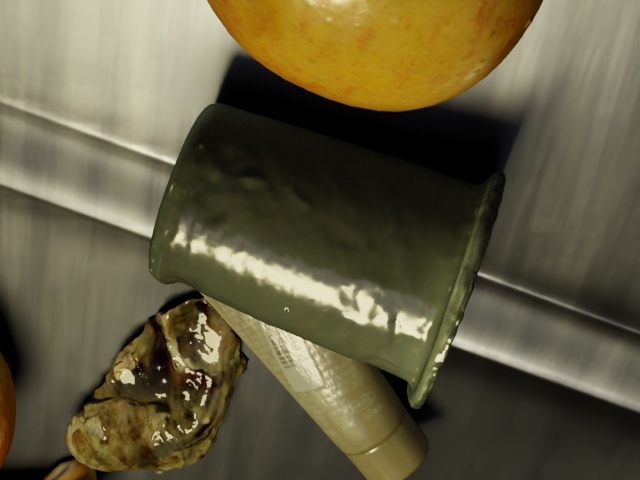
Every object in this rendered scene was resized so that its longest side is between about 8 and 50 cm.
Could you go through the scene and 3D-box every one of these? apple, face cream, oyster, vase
[{"bbox_3d":[0.036,-0.244,1.123,0.299,0.299,0.275,17,147,-4],"label":"apple"},{"bbox_3d":[-0.007,0.122,1.611,0.137,0.084,0.341,-26,114,28],"label":"face cream"},{"bbox_3d":[-0.184,0.170,1.682,0.166,0.094,0.294,25,126,1],"label":"oyster"},{"bbox_3d":[0.000,0.000,1.395,0.291,0.245,0.245,20,133,0],"label":"vase"}]

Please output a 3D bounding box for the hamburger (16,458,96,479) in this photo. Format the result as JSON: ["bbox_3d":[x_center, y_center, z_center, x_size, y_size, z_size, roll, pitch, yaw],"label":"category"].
[{"bbox_3d":[-0.377,0.408,1.832,0.302,0.261,0.186,-24,121,8],"label":"hamburger"}]

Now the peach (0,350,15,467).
[{"bbox_3d":[-0.458,0.203,1.642,0.238,0.281,0.281,35,129,-21],"label":"peach"}]
